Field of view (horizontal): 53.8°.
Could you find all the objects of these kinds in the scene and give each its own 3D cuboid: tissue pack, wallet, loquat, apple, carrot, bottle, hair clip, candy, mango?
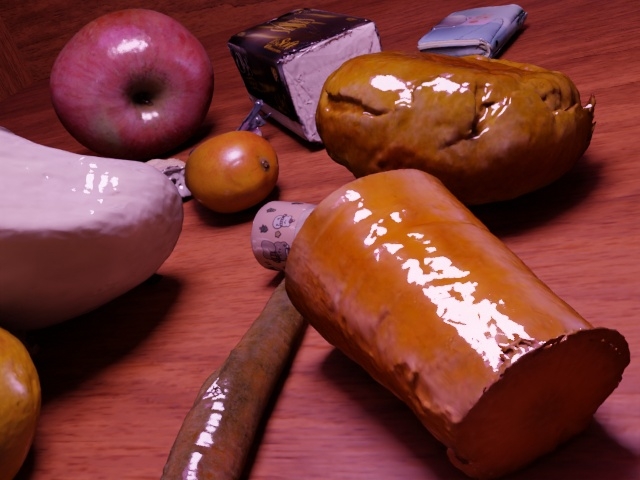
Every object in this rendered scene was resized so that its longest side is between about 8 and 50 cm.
[{"bbox_3d":[-0.026,-0.334,1.264,0.210,0.198,0.370,-24,30,-14],"label":"tissue pack"},{"bbox_3d":[0.331,-0.449,1.381,0.176,0.075,0.250,7,36,33],"label":"wallet"},{"bbox_3d":[-0.375,0.159,0.617,0.213,0.213,0.246,-6,19,22],"label":"loquat"},{"bbox_3d":[-0.412,-0.342,1.387,0.345,0.344,0.269,-25,37,-11],"label":"apple"},{"bbox_3d":[0.104,0.071,0.537,0.196,0.196,0.254,-26,40,-12],"label":"carrot"},{"bbox_3d":[-0.001,0.001,0.771,0.152,0.099,0.099,4,36,33],"label":"bottle"},{"bbox_3d":[-0.068,0.125,0.625,0.070,0.070,0.342,-7,29,22],"label":"carrot"},{"bbox_3d":[-0.172,-0.201,1.257,0.187,0.056,0.146,-42,27,1],"label":"hair clip"},{"bbox_3d":[-0.393,0.025,0.770,0.427,0.186,0.386,-23,-20,36],"label":"candy"},{"bbox_3d":[-0.149,-0.117,1.040,0.151,0.120,0.221,-27,22,-11],"label":"mango"}]

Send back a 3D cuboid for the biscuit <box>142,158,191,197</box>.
[{"bbox_3d":[-0.378,-0.079,1.147,0.281,0.084,0.179,-30,31,-19],"label":"biscuit"}]

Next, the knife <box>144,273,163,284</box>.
[{"bbox_3d":[-0.323,0.052,0.950,0.222,0.021,0.045,3,32,36],"label":"knife"}]

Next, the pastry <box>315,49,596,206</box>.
[{"bbox_3d":[0.167,-0.162,0.829,0.356,0.164,0.356,1,26,-1],"label":"pastry"}]
